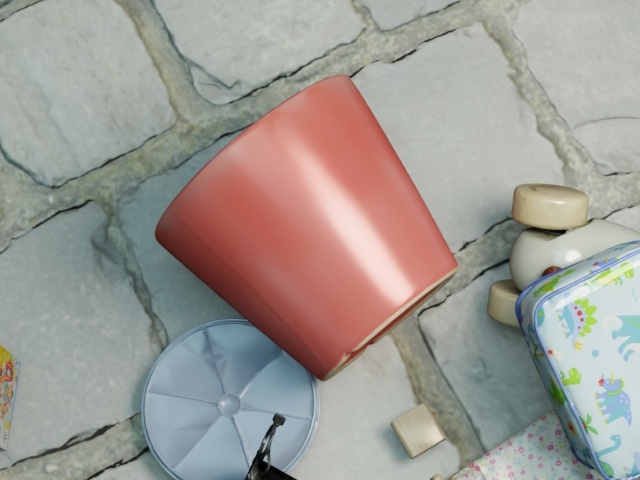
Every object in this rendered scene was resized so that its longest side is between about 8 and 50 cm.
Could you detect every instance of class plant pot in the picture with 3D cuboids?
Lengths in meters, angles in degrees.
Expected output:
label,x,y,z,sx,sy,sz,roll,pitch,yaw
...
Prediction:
label,x,y,z,sx,sy,sz,roll,pitch,yaw
plant pot,0.000,0.000,1.645,0.275,0.275,0.243,-39,84,-8

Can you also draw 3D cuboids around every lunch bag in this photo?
label,x,y,z,sx,sy,sz,roll,pitch,yaw
lunch bag,0.310,0.119,1.524,0.176,0.090,0.219,-26,98,-5

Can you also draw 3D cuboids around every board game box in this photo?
label,x,y,z,sx,sy,sz,roll,pitch,yaw
board game box,-0.366,0.165,1.660,0.026,0.154,0.103,5,74,5

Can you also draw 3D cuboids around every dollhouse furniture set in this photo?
label,x,y,z,sx,sy,sz,roll,pitch,yaw
dollhouse furniture set,0.291,0.249,1.574,0.303,0.174,0.355,-31,73,-6

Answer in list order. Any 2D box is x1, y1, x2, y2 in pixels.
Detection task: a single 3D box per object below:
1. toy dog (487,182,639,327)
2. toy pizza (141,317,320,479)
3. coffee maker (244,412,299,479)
label,x,y,z,sx,sy,sz,roll,pitch,yaw
toy dog,0.341,0.033,1.628,0.334,0.161,0.220,-13,107,5
toy pizza,-0.099,0.186,1.697,0.201,0.032,0.201,-2,72,5
coffee maker,-0.007,0.303,1.585,0.178,0.171,0.120,24,31,-1
